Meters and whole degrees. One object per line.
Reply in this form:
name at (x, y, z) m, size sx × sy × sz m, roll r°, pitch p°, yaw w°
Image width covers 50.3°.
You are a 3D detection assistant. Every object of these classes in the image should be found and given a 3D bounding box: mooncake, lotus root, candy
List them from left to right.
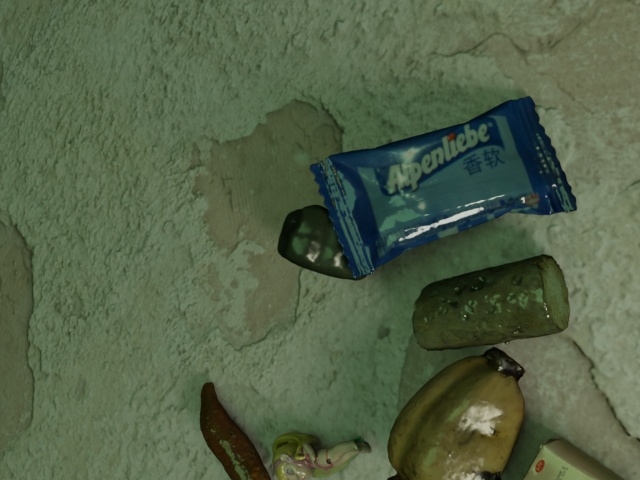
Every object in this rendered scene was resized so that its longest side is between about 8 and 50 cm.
mooncake at (0.000, 0.000, 1.039) m, size 0.175 × 0.168 × 0.104 m, roll 9°, pitch 90°, yaw 48°
candy at (0.167, -0.075, 0.946) m, size 0.331 × 0.077 × 0.187 m, roll -18°, pitch 77°, yaw 0°
lotus root at (0.180, 0.261, 0.903) m, size 0.257 × 0.140 × 0.154 m, roll -53°, pitch 45°, yaw 4°

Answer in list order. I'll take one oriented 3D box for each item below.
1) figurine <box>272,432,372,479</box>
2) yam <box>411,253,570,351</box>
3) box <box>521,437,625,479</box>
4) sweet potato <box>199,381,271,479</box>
figurine at (-0.005, 0.330, 1.059) m, size 0.187 × 0.083 × 0.083 m, roll -26°, pitch 69°, yaw 35°
yam at (0.224, 0.089, 0.916) m, size 0.194 × 0.107 × 0.107 m, roll -17°, pitch 74°, yaw 32°
box at (0.300, 0.378, 0.830) m, size 0.168 × 0.095 × 0.212 m, roll 32°, pitch 100°, yaw 31°
sweet potato at (-0.131, 0.367, 1.137) m, size 0.314 × 0.066 × 0.072 m, roll 49°, pitch 150°, yaw 28°
